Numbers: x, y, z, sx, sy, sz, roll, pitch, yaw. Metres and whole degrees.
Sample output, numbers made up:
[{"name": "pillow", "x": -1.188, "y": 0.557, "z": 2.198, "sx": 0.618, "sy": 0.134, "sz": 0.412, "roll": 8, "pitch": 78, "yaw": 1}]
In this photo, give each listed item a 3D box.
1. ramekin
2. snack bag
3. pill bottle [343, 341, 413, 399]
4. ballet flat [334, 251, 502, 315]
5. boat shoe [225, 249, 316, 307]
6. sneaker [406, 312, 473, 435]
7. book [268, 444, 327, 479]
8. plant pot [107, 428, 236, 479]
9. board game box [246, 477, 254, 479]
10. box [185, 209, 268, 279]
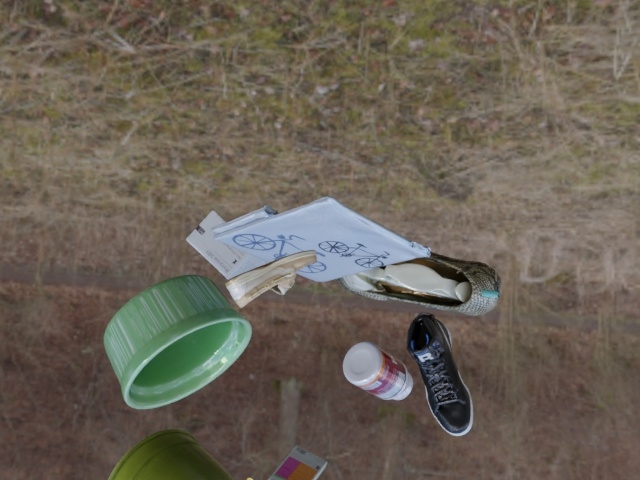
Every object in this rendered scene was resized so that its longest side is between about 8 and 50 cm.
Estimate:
[{"name": "ramekin", "x": -0.315, "y": 0.212, "z": 1.514, "sx": 0.303, "sy": 0.148, "sz": 0.303, "roll": -30, "pitch": 154, "yaw": -16}, {"name": "snack bag", "x": 0.000, "y": 0.000, "z": 1.430, "sx": 0.343, "sy": 0.037, "sz": 0.323, "roll": -17, "pitch": 148, "yaw": 43}, {"name": "pill bottle", "x": 0.117, "y": 0.261, "z": 1.371, "sx": 0.086, "sy": 0.086, "sz": 0.152, "roll": -2, "pitch": 153, "yaw": 37}, {"name": "ballet flat", "x": 0.185, "y": 0.075, "z": 1.667, "sx": 0.483, "sy": 0.164, "sz": 0.182, "roll": 11, "pitch": -179, "yaw": 37}, {"name": "boat shoe", "x": -0.076, "y": 0.065, "z": 1.179, "sx": 0.170, "sy": 0.059, "sz": 0.063, "roll": -22, "pitch": 178, "yaw": -24}, {"name": "sneaker", "x": 0.200, "y": 0.234, "z": 1.240, "sx": 0.079, "sy": 0.216, "sz": 0.121, "roll": -24, "pitch": 150, "yaw": 20}, {"name": "book", "x": -0.058, "y": 0.594, "z": 1.793, "sx": 0.096, "sy": 0.035, "sz": 0.144, "roll": 24, "pitch": -149, "yaw": 20}, {"name": "plant pot", "x": -0.351, "y": 0.757, "z": 1.922, "sx": 0.353, "sy": 0.366, "sz": 0.366, "roll": 14, "pitch": -179, "yaw": 40}, {"name": "board game box", "x": -0.165, "y": 0.692, "z": 1.684, "sx": 0.124, "sy": 0.259, "sz": 0.039, "roll": 29, "pitch": -153, "yaw": 14}, {"name": "box", "x": -0.260, "y": 0.032, "z": 2.012, "sx": 0.181, "sy": 0.119, "sz": 0.182, "roll": 41, "pitch": 176, "yaw": 18}]
